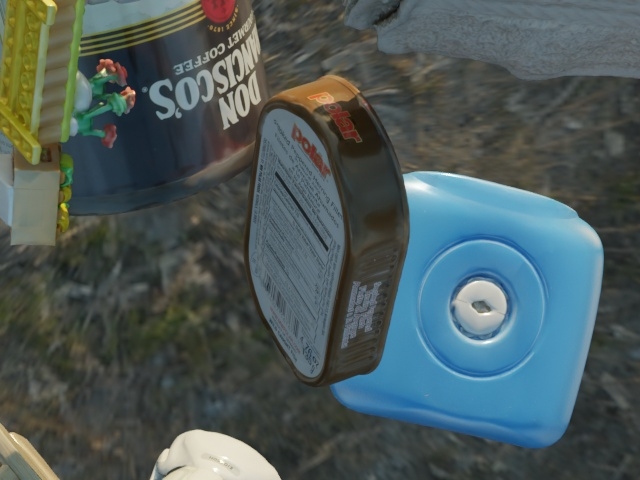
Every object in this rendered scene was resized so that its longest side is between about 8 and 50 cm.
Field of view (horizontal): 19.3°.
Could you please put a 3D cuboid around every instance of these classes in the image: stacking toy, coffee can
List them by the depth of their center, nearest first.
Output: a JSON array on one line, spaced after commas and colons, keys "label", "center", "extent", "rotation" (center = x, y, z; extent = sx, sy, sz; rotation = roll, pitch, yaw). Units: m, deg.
[{"label": "coffee can", "center": [-0.151, -0.182, 1.260], "extent": [0.202, 0.201, 0.275], "rotation": [-14, 117, -5]}, {"label": "stacking toy", "center": [0.064, 0.045, 1.342], "extent": [0.175, 0.302, 0.165], "rotation": [13, 85, -15]}]

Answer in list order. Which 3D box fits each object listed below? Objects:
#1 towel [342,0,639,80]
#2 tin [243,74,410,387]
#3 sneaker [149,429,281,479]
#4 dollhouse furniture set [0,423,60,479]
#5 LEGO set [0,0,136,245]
[{"label": "towel", "center": [0.161, -0.124, 0.840], "extent": [0.282, 0.187, 0.049], "rotation": [2, 73, -11]}, {"label": "tin", "center": [0.000, 0.000, 0.969], "extent": [0.040, 0.189, 0.106], "rotation": [-22, 56, -25]}, {"label": "sneaker", "center": [-0.112, 0.264, 1.195], "extent": [0.110, 0.118, 0.292], "rotation": [19, 114, 12]}, {"label": "dollhouse furniture set", "center": [-0.314, 0.344, 1.428], "extent": [0.362, 0.394, 0.256], "rotation": [-40, 80, -8]}, {"label": "LEGO set", "center": [-0.124, -0.144, 0.954], "extent": [0.107, 0.132, 0.287], "rotation": [-17, 100, -34]}]
